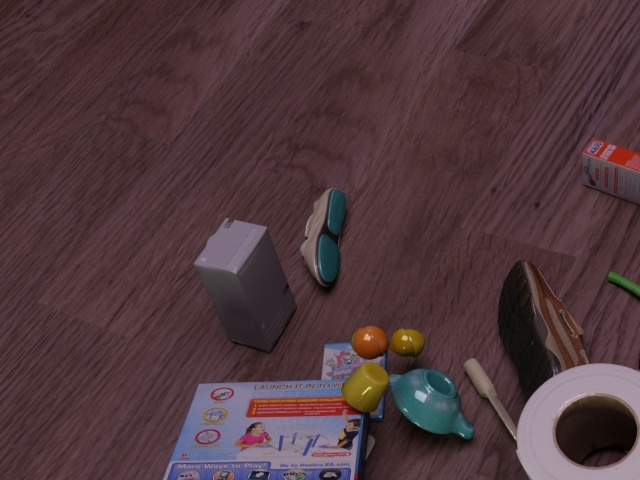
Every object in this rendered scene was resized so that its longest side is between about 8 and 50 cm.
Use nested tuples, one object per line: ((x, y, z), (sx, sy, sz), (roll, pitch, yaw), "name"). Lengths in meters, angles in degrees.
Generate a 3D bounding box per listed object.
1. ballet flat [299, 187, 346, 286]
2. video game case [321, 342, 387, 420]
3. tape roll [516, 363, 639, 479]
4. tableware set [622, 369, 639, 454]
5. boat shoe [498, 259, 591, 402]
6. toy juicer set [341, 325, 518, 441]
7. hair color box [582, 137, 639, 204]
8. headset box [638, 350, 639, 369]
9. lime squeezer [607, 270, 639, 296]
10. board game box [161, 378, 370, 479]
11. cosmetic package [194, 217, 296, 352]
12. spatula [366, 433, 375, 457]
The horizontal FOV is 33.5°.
((0.000, 0.000, 2.163), (0.086, 0.086, 0.248), (0, 48, 15), "ballet flat")
((0.060, 0.258, 1.950), (0.119, 0.015, 0.166), (-4, 48, 12), "video game case")
((0.442, 0.337, 1.651), (0.246, 0.169, 0.246), (-13, 47, 15), "tape roll")
((0.537, 0.298, 1.788), (0.141, 0.020, 0.168), (-33, 50, -15), "tableware set")
((0.403, 0.175, 1.882), (0.120, 0.122, 0.324), (13, 42, -18), "boat shoe")
((0.183, 0.253, 1.849), (0.329, 0.089, 0.209), (21, 30, -17), "toy juicer set")
((0.604, -0.131, 2.102), (0.167, 0.093, 0.053), (24, 58, 30), "hair color box")
((0.582, 0.189, 1.829), (0.062, 0.083, 0.032), (-35, 50, -15), "headset box")
((0.668, 0.116, 1.906), (0.310, 0.059, 0.110), (6, 21, 21), "lime squeezer")
((-0.079, 0.347, 1.744), (0.308, 0.086, 0.302), (-2, 25, 8), "board game box")
((-0.138, 0.085, 2.003), (0.107, 0.238, 0.127), (14, 55, 25), "cosmetic package")
((-0.031, 0.403, 1.831), (0.168, 0.019, 0.242), (25, 59, 22), "spatula")
